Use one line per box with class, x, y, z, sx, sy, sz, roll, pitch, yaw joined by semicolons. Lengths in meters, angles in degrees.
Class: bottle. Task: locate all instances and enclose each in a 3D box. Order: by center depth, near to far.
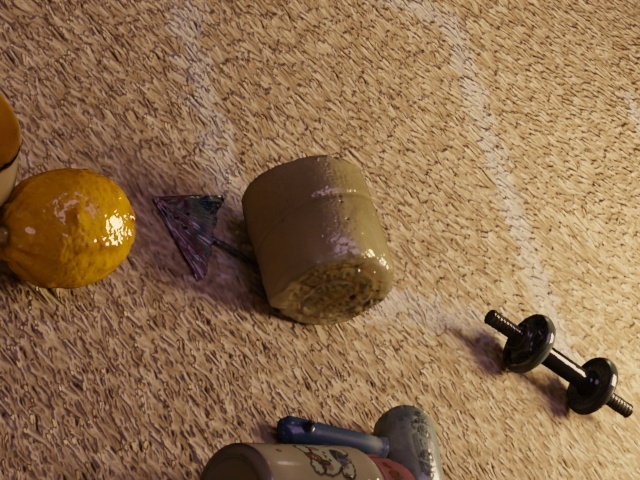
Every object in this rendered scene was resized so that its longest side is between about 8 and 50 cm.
bottle;0.000;0.251;1.587;0.233;0.110;0.110;9;52;-44

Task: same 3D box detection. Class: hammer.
hammer;0.040;0.215;1.715;0.194;0.069;0.116;17;46;-28

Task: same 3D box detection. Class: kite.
kite;-0.119;-0.004;1.778;0.157;0.011;0.139;33;41;-22

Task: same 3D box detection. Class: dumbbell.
dumbbell;0.296;0.154;2.044;0.254;0.081;0.081;34;37;-26

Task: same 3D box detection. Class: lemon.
lemon;-0.242;-0.010;1.550;0.155;0.114;0.114;-14;70;-46

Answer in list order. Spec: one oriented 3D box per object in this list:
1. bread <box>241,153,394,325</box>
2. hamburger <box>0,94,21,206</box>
bread;0.000;0.000;1.796;0.148;0.134;0.141;16;48;-46
hamburger;-0.364;-0.075;1.462;0.173;0.116;0.210;50;41;-3
